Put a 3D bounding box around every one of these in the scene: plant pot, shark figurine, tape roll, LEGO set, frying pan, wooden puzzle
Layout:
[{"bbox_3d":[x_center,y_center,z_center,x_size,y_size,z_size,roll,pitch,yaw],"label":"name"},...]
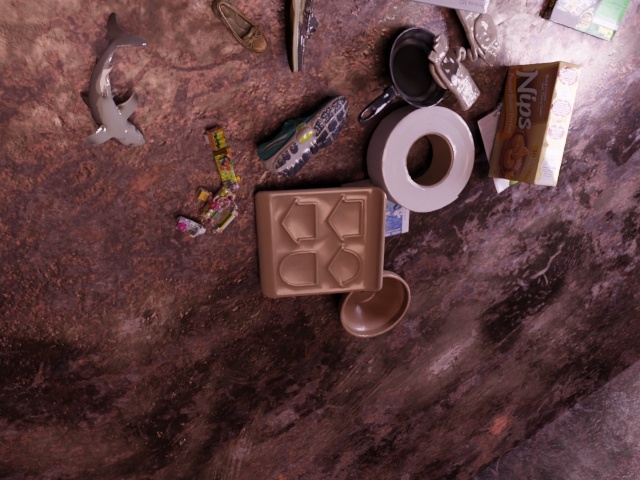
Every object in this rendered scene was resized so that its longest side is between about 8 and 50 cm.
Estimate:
[{"bbox_3d":[0.153,0.179,1.639,0.237,0.110,0.238,-11,124,-18],"label":"plant pot"},{"bbox_3d":[-0.458,-0.315,1.089,0.166,0.116,0.278,-35,145,-44],"label":"shark figurine"},{"bbox_3d":[0.273,-0.223,1.419,0.286,0.100,0.287,-6,108,-20],"label":"tape roll"},{"bbox_3d":[-0.251,-0.125,1.282,0.132,0.107,0.287,13,113,-29],"label":"LEGO set"},{"bbox_3d":[0.218,-0.375,1.300,0.197,0.053,0.326,33,78,-27],"label":"frying pan"},{"bbox_3d":[0.000,0.000,1.449,0.347,0.080,0.322,-2,116,-2],"label":"wooden puzzle"}]

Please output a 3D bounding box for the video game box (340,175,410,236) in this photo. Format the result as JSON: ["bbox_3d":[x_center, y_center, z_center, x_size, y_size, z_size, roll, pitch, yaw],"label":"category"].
[{"bbox_3d":[0.162,-0.091,1.519,0.205,0.048,0.187,-14,121,-16],"label":"video game box"}]

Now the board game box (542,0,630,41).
[{"bbox_3d":[0.745,-0.650,1.445,0.259,0.030,0.136,5,115,-26],"label":"board game box"}]

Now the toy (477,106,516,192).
[{"bbox_3d":[0.537,-0.278,1.554,0.136,0.056,0.237,-32,113,-14],"label":"toy"}]

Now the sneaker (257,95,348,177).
[{"bbox_3d":[-0.041,-0.275,1.285,0.275,0.110,0.107,-41,146,-17],"label":"sneaker"}]

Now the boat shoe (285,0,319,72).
[{"bbox_3d":[-0.038,-0.493,1.169,0.073,0.080,0.224,-6,117,-14],"label":"boat shoe"}]

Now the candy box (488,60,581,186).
[{"bbox_3d":[0.580,-0.317,1.429,0.087,0.183,0.317,4,101,-25],"label":"candy box"}]

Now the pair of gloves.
[{"bbox_3d":[0.369,-0.484,1.340,0.204,0.042,0.240,37,78,-33],"label":"pair of gloves"}]

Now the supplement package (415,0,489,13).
[{"bbox_3d":[0.222,-0.602,1.138,0.261,0.204,0.145,-2,120,-23],"label":"supplement package"}]

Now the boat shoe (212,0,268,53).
[{"bbox_3d":[-0.172,-0.467,1.146,0.056,0.048,0.153,-44,126,6],"label":"boat shoe"}]
